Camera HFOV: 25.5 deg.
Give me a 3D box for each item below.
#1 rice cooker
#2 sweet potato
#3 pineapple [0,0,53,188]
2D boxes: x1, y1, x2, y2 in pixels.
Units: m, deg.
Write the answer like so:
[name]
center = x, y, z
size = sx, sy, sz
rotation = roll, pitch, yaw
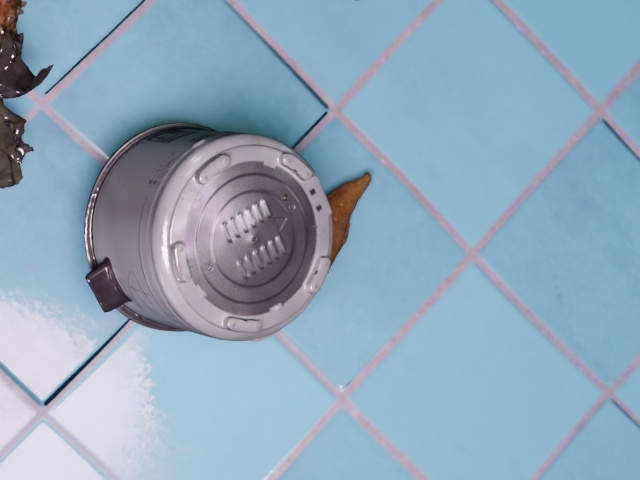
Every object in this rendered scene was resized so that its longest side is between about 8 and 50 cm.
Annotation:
[rice cooker]
center = -0.127, -0.009, 1.571
size = 0.280, 0.227, 0.241
rotation = -37, 114, -26
[sweet potato]
center = 0.000, 0.000, 1.692
size = 0.206, 0.060, 0.068
rotation = -58, 138, -11
[pineapple]
center = -0.380, -0.209, 1.555
size = 0.170, 0.141, 0.310
rotation = -6, 93, 22
